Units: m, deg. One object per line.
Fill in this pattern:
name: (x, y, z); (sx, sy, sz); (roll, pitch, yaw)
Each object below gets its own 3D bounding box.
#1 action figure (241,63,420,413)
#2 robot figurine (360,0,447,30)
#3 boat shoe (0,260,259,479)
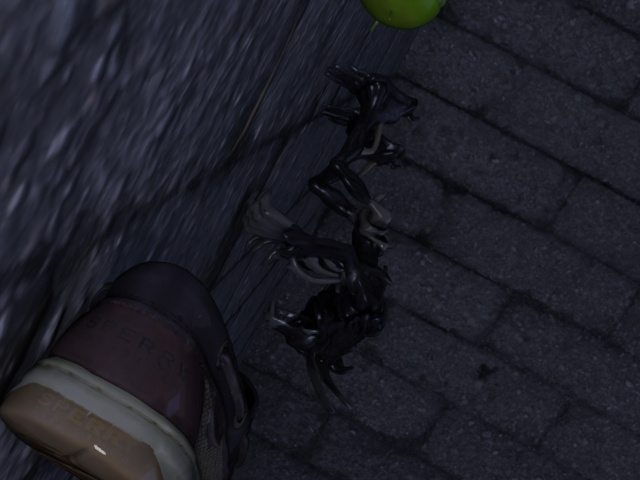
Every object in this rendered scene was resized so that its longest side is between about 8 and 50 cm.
action figure: (0.000, 0.000, 0.833); (0.164, 0.141, 0.275); (121, -17, -71)
robot figurine: (0.070, -0.202, 0.699); (0.115, 0.067, 0.101); (-61, -170, -6)
boat shoe: (-0.076, 0.086, 0.478); (0.092, 0.103, 0.285); (-56, 171, -18)
